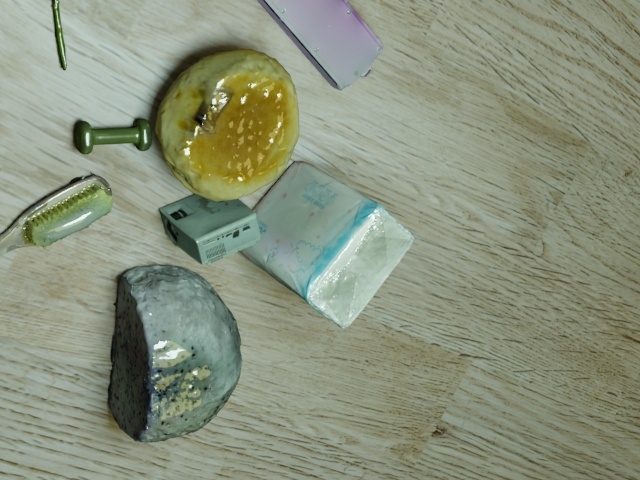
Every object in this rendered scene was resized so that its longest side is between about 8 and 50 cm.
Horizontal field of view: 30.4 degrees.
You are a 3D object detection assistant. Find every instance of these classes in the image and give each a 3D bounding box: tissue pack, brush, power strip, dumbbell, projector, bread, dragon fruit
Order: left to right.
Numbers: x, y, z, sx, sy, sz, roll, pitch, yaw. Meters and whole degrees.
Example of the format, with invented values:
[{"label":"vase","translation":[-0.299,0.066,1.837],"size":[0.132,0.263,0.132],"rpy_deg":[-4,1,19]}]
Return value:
[{"label":"brush","translation":[-0.450,-0.002,1.785],"size":[0.313,0.067,0.072],"rpy_deg":[-30,124,-16]},{"label":"dumbbell","translation":[-0.317,-0.160,1.809],"size":[0.118,0.046,0.052],"rpy_deg":[-7,108,-30]},{"label":"dragon fruit","translation":[-0.219,0.196,1.922],"size":[0.204,0.221,0.283],"rpy_deg":[-3,109,-25]},{"label":"projector","translation":[-0.177,-0.023,1.892],"size":[0.115,0.147,0.061],"rpy_deg":[-23,121,-22]},{"label":"bread","translation":[-0.152,-0.185,1.851],"size":[0.244,0.134,0.244],"rpy_deg":[-11,113,-27]},{"label":"power strip","translation":[-0.005,-0.363,1.922],"size":[0.109,0.037,0.279],"rpy_deg":[-49,128,-5]},{"label":"tissue pack","translation":[0.002,-0.002,1.937],"size":[0.201,0.271,0.124],"rpy_deg":[-49,127,-6]}]

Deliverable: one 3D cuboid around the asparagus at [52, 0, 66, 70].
[{"label":"asparagus","translation":[-0.382,-0.328,1.714],"size":[0.016,0.013,0.166],"rpy_deg":[3,114,12]}]
